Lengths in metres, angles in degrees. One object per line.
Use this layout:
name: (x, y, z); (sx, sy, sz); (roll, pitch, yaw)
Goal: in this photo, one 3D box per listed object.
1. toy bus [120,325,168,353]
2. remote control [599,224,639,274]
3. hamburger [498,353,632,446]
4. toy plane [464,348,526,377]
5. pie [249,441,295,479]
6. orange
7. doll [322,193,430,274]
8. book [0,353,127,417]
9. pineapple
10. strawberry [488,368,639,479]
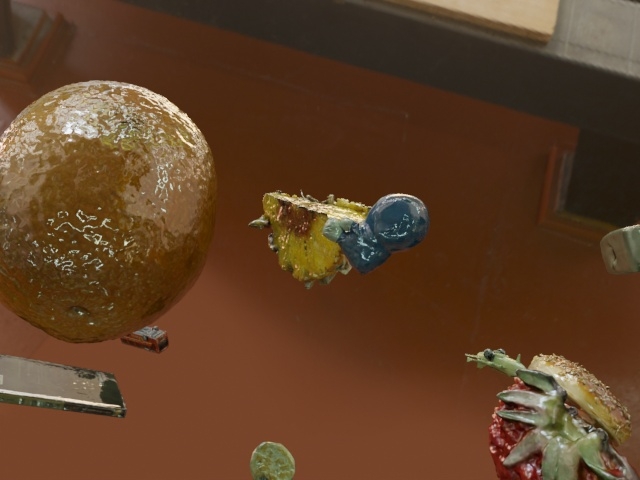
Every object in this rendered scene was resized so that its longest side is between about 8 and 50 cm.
toy bus: (-0.321, 0.176, 1.230); (0.110, 0.043, 0.031); (7, 29, 36)
remote control: (0.383, -0.022, 0.554); (0.286, 0.123, 0.038); (-15, 82, 13)
hamburger: (0.567, 0.407, 1.572); (0.291, 0.291, 0.225); (42, 86, 11)
toy plane: (0.293, 0.200, 1.114); (0.102, 0.111, 0.040); (5, 88, -33)
pie: (-0.087, 0.400, 1.214); (0.085, 0.017, 0.085); (6, 62, -12)
orange: (-0.295, -0.048, 0.928); (0.322, 0.322, 0.356); (8, 49, -2)
doll: (0.055, -0.007, 0.580); (0.083, 0.076, 0.050); (-34, 66, 17)
book: (-0.432, 0.230, 1.081); (0.228, 0.160, 0.024); (16, 94, -25)
pineapple: (0.005, -0.001, 1.261); (0.158, 0.335, 0.161); (-11, 106, -38)
strawberry: (0.318, 0.332, 0.920); (0.138, 0.306, 0.233); (-35, 47, -12)
